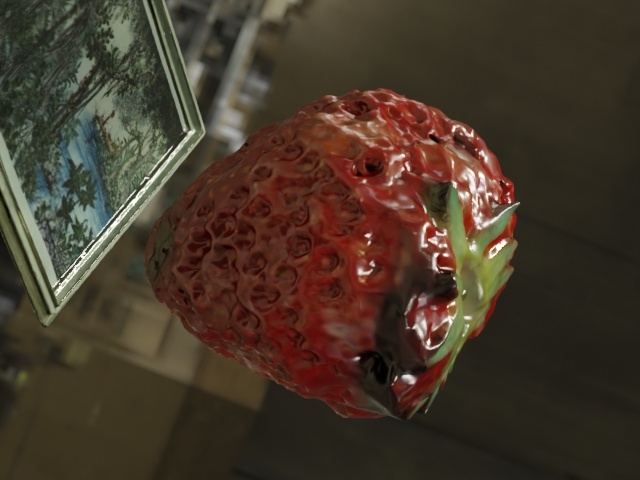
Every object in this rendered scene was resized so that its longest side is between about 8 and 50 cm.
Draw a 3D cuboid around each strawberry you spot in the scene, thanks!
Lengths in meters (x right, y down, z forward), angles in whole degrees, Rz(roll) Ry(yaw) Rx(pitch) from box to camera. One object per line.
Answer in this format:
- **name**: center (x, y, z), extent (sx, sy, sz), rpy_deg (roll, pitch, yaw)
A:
- **strawberry**: center (0.009, -0.004, 1.704), extent (0.292, 0.310, 0.292), rpy_deg (-53, 166, -20)

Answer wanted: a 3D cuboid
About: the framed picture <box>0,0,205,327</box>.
- **framed picture**: center (-0.106, -0.071, 0.873), extent (0.142, 0.011, 0.183), rpy_deg (-53, 143, -35)
